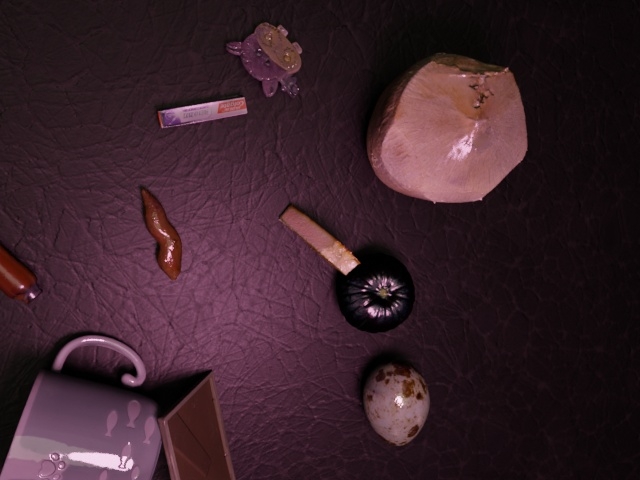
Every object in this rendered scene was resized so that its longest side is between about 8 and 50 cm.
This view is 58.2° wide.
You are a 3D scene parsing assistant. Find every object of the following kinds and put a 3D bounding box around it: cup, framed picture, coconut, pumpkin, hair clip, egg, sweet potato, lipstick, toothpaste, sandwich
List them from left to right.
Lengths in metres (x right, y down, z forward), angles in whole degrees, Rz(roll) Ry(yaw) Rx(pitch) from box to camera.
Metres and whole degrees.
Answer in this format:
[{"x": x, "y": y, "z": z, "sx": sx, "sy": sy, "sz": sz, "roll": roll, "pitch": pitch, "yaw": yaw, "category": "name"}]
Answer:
[{"x": -0.733, "y": -0.030, "z": 1.159, "sx": 0.077, "sy": 0.077, "sz": 0.418, "roll": -43, "pitch": 108, "yaw": -9, "category": "lipstick"}, {"x": -0.481, "y": 0.382, "z": 1.221, "sx": 0.275, "sy": 0.259, "sz": 0.356, "roll": 21, "pitch": 59, "yaw": -20, "category": "cup"}, {"x": -0.353, "y": -0.015, "z": 1.293, "sx": 0.065, "sy": 0.051, "sz": 0.218, "roll": -17, "pitch": 102, "yaw": -13, "category": "sweet potato"}, {"x": -0.269, "y": 0.491, "z": 1.299, "sx": 0.021, "sy": 0.240, "sz": 0.323, "roll": -7, "pitch": 101, "yaw": 17, "category": "framed picture"}, {"x": -0.266, "y": -0.291, "z": 1.296, "sx": 0.197, "sy": 0.040, "sz": 0.047, "roll": -14, "pitch": 103, "yaw": -16, "category": "toothpaste"}, {"x": -0.108, "y": -0.413, "z": 1.324, "sx": 0.146, "sy": 0.056, "sz": 0.187, "roll": -42, "pitch": 104, "yaw": -16, "category": "hair clip"}, {"x": 0.000, "y": 0.000, "z": 1.350, "sx": 0.193, "sy": 0.162, "sz": 0.058, "roll": 42, "pitch": 86, "yaw": -17, "category": "sandwich"}, {"x": 0.137, "y": 0.130, "z": 1.423, "sx": 0.202, "sy": 0.140, "sz": 0.201, "roll": 2, "pitch": 82, "yaw": -11, "category": "pumpkin"}, {"x": 0.192, "y": 0.415, "z": 1.458, "sx": 0.169, "sy": 0.169, "sz": 0.230, "roll": -9, "pitch": 108, "yaw": -16, "category": "egg"}, {"x": 0.293, "y": -0.247, "z": 1.311, "sx": 0.347, "sy": 0.360, "sz": 0.345, "roll": -2, "pitch": 98, "yaw": -15, "category": "coconut"}]
